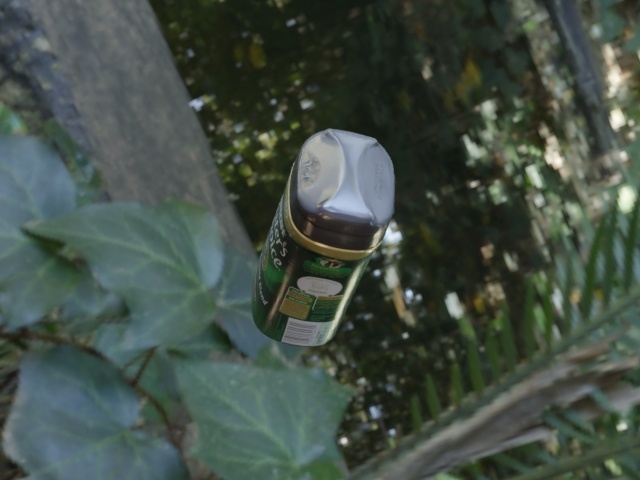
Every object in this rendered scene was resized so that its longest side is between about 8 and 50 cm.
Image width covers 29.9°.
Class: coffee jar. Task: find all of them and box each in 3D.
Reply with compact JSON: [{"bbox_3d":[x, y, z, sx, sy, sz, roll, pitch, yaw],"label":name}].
[{"bbox_3d":[0.000,0.000,0.944,0.079,0.184,0.096,11,52,-10],"label":"coffee jar"}]
